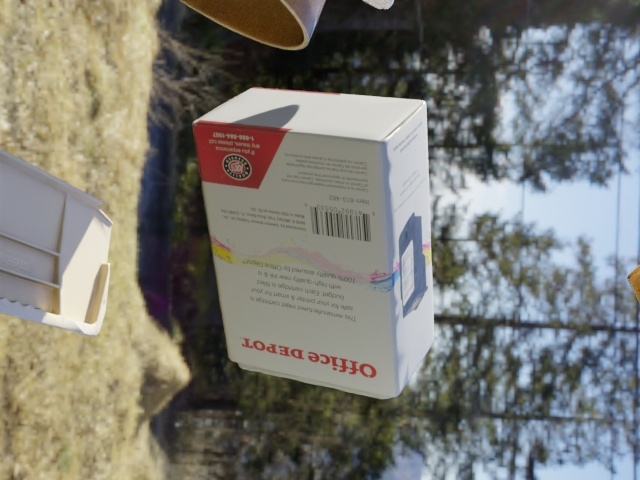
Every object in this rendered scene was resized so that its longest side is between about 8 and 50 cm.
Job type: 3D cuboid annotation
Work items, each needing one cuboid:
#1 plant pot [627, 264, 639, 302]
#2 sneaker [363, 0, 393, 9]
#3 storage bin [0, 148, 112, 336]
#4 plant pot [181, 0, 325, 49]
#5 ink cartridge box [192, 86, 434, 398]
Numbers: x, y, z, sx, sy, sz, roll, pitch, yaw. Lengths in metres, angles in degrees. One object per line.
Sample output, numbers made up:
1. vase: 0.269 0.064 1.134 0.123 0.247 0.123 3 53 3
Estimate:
1. plant pot: 0.333 0.037 0.660 0.205 0.188 0.205 54 17 -24
2. sneaker: 0.094 -0.273 0.558 0.305 0.152 0.114 -42 -162 24
3. storage bin: -0.346 0.002 0.760 0.260 0.262 0.123 38 54 -67
4. plant pot: -0.050 -0.347 0.865 0.254 0.237 0.237 -59 170 -5
5. ink cartridge box: 0.000 0.000 0.596 0.072 0.128 0.175 -45 137 -51
